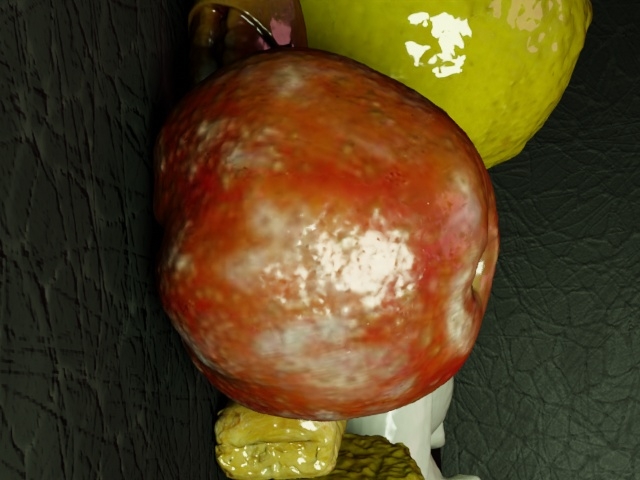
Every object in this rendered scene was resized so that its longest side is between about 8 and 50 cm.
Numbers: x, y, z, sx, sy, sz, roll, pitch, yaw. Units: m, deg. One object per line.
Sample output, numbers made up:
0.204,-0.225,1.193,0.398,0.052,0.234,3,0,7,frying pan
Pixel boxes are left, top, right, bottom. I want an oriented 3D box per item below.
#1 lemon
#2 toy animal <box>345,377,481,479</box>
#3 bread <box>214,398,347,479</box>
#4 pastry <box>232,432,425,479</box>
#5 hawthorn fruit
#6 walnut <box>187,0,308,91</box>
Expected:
0.081,-0.208,1.332,0.387,0.350,0.350,-64,179,19,lemon
0.069,0.182,1.462,0.272,0.206,0.265,-26,116,-76,toy animal
-0.025,0.146,1.218,0.211,0.114,0.083,-61,143,-75,bread
0.011,0.247,1.184,0.189,0.189,0.103,-62,149,-71,pastry
0.000,0.000,1.030,0.284,0.284,0.284,-4,90,-80,hawthorn fruit
-0.063,-0.142,1.149,0.116,0.116,0.207,-53,145,-74,walnut
